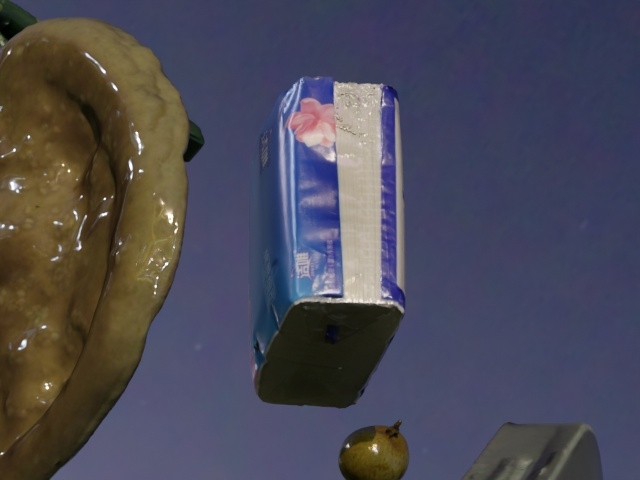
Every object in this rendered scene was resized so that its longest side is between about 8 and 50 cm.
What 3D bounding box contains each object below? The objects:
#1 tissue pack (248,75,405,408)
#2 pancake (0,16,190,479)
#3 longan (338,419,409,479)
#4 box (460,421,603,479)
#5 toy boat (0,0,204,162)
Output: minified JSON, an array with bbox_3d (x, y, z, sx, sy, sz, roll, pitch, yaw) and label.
[{"bbox_3d":[0.000,0.000,1.630,0.137,0.269,0.209,9,-35,-12],"label":"tissue pack"},{"bbox_3d":[-0.136,0.013,0.713,0.050,0.242,0.242,20,-19,-38],"label":"pancake"},{"bbox_3d":[0.056,0.210,1.649,0.075,0.075,0.083,33,-71,7],"label":"longan"},{"bbox_3d":[0.164,0.394,1.383,0.111,0.396,0.396,0,-69,26],"label":"box"},{"bbox_3d":[-0.176,-0.109,1.206,0.210,0.104,0.052,33,-59,-29],"label":"toy boat"}]
